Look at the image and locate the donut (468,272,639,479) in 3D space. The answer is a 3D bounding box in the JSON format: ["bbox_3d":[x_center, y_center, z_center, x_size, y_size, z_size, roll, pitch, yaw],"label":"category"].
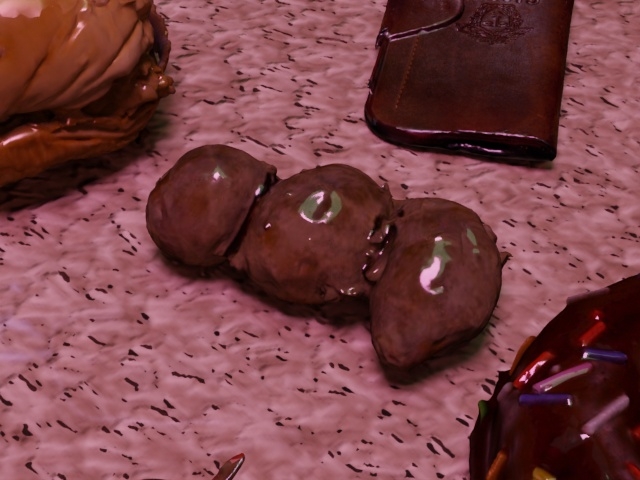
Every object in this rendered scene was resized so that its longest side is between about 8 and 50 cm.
[{"bbox_3d":[0.179,0.103,0.514,0.216,0.096,0.230,12,49,8],"label":"donut"}]

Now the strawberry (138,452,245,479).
[{"bbox_3d":[-0.081,0.197,0.440,0.167,0.087,0.208,-9,72,15],"label":"strawberry"}]

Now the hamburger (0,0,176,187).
[{"bbox_3d":[-0.244,-0.154,0.686,0.318,0.158,0.319,3,45,-3],"label":"hamburger"}]

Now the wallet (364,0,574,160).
[{"bbox_3d":[0.111,-0.153,0.785,0.137,0.031,0.255,11,48,7],"label":"wallet"}]

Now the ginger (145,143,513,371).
[{"bbox_3d":[0.000,0.000,0.609,0.204,0.080,0.104,22,56,14],"label":"ginger"}]
